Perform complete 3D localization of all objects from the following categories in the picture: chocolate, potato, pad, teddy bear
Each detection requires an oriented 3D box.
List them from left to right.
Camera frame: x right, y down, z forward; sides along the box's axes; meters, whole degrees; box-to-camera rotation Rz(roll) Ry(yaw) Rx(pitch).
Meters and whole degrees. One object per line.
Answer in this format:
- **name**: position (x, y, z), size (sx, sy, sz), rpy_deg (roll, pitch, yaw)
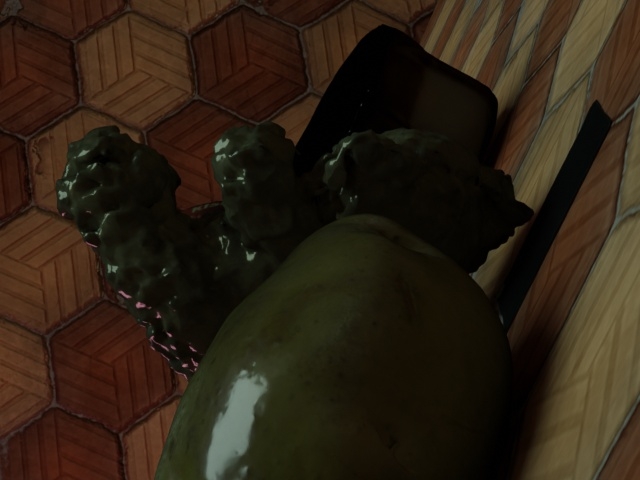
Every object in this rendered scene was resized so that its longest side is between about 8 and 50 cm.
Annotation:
- **teddy bear**: position (0.000, 0.000, 1.516), size (0.368, 0.357, 0.224), rpy_deg (-25, 52, 13)
- **potato**: position (0.015, 0.131, 1.206), size (0.243, 0.221, 0.326), rpy_deg (-48, 5, 44)
- **chocolate**: position (0.087, -0.089, 1.953), size (0.283, 0.186, 0.283), rpy_deg (-57, 13, 21)
- **pad**: position (0.190, -0.022, 1.403), size (0.116, 0.004, 0.193), rpy_deg (-80, 15, -75)
